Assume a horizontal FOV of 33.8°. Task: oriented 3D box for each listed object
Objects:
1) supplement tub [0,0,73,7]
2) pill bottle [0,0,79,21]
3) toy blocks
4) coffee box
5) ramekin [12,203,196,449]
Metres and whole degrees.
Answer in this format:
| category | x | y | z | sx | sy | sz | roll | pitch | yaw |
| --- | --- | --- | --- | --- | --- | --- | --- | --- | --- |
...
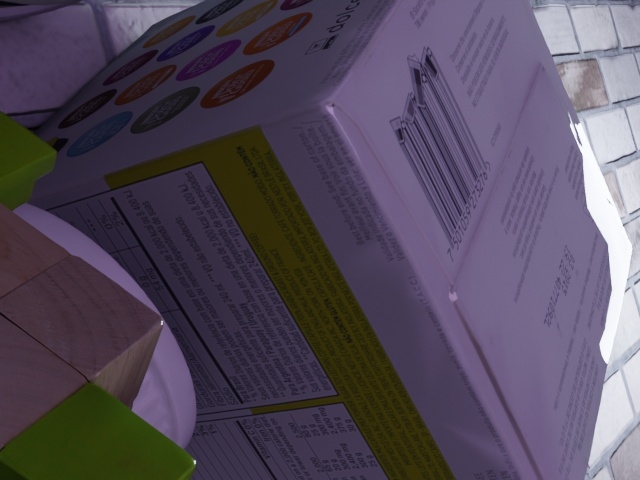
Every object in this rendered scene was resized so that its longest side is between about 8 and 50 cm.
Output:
| category | x | y | z | sx | sy | sz | roll | pitch | yaw |
| --- | --- | --- | --- | --- | --- | --- | --- | --- | --- |
| supplement tub | -0.237 | -0.227 | 0.521 | 0.235 | 0.324 | 0.235 | -9 | 101 | -54 |
| pill bottle | -0.239 | -0.298 | 0.738 | 0.146 | 0.146 | 0.264 | -21 | 94 | -55 |
| toy blocks | -0.243 | 0.067 | 0.470 | 0.381 | 0.261 | 0.191 | 34 | 35 | 12 |
| coffee box | 0.000 | 0.000 | 0.794 | 0.338 | 0.334 | 0.338 | 60 | 36 | -24 |
| ramekin | -0.186 | 0.088 | 0.621 | 0.109 | 0.207 | 0.207 | -46 | 115 | -42 |
